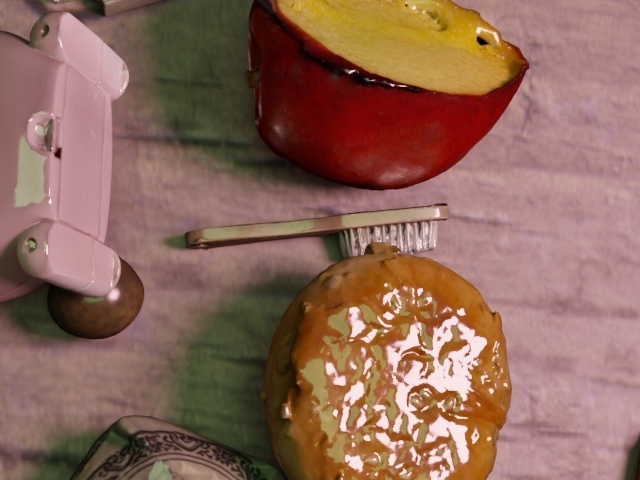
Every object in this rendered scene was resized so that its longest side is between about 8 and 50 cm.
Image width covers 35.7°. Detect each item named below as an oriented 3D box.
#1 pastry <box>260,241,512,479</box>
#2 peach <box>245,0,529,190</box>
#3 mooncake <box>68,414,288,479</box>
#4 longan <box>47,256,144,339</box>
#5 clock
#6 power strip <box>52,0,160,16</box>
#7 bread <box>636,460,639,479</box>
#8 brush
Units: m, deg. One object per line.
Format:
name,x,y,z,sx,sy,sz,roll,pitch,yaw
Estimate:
pastry,0.070,0.170,1.126,0.285,0.184,0.315,14,74,-13
peach,0.070,-0.179,1.209,0.362,0.201,0.257,1,45,-23
mooncake,-0.170,0.327,1.073,0.250,0.136,0.254,29,74,-6
longan,-0.264,0.058,1.140,0.119,0.106,0.106,42,74,-3
clock,-0.390,-0.077,1.082,0.326,0.184,0.342,-4,71,19
power strip,-0.257,-0.331,1.264,0.175,0.042,0.075,-21,82,-14
bread,0.443,0.327,1.213,0.116,0.077,0.200,14,74,2
brush,0.000,0.000,1.221,0.328,0.070,0.065,-5,88,-9
